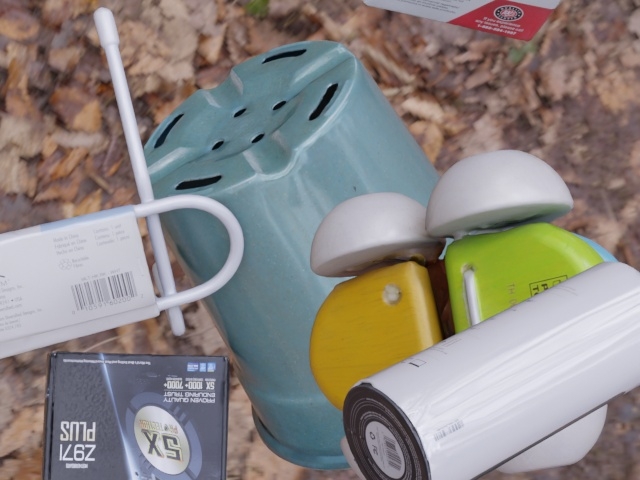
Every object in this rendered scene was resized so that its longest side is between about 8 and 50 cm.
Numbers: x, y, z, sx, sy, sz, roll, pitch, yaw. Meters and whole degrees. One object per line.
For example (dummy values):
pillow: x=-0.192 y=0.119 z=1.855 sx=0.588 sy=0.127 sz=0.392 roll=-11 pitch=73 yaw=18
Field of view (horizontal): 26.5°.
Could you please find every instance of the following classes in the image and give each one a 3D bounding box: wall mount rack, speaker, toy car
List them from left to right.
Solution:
wall mount rack: x=-0.258 y=-0.028 z=1.228 sx=0.350 sy=0.130 sz=0.304 roll=-14 pitch=120 yaw=-8
toy car: x=0.088 y=0.047 z=0.726 sx=0.136 sy=0.182 sz=0.159 roll=6 pitch=71 yaw=-48
speaker: x=0.078 y=0.055 z=0.547 sx=0.136 sy=0.055 sz=0.055 roll=-23 pitch=89 yaw=-30

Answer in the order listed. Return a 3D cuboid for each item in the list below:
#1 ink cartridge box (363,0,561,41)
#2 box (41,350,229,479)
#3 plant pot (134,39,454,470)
ink cartridge box: x=0.177 y=-0.337 z=1.351 sx=0.197 sy=0.273 sz=0.114 roll=10 pitch=61 yaw=-15
box: x=-0.186 y=0.187 z=1.361 sx=0.180 sy=0.077 sz=0.147 roll=4 pitch=84 yaw=-13
plant pot: x=0.000 y=0.000 z=1.399 sx=0.341 sy=0.341 sz=0.334 roll=-46 pitch=124 yaw=-21
